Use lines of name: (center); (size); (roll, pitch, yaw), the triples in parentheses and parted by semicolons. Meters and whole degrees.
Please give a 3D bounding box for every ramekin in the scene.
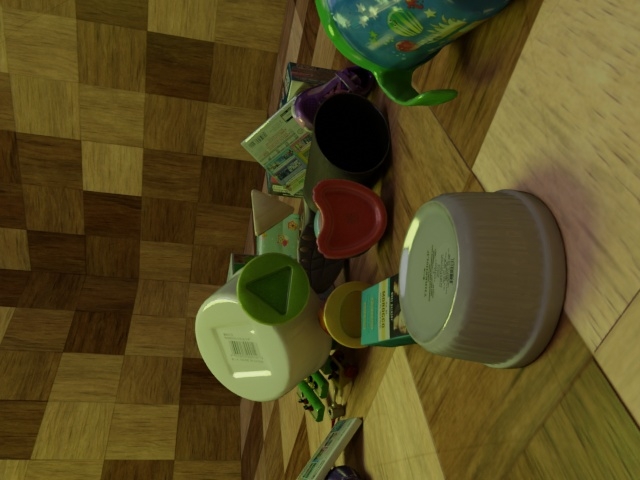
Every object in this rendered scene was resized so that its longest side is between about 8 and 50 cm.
ramekin: (0.169, 0.040, 0.648); (0.207, 0.109, 0.207); (-174, 90, -77)
ramekin: (-0.127, 0.197, 1.174); (0.135, 0.277, 0.277); (-36, -34, -52)

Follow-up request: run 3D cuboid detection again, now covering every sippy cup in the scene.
sippy cup: (0.138, -0.354, 0.744); (0.240, 0.305, 0.224); (-43, 21, -12)

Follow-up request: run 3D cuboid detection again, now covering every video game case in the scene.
video game case: (-0.064, -0.234, 1.418); (0.212, 0.193, 0.023); (-33, 22, 33)
video game case: (0.015, 0.432, 1.151); (0.157, 0.019, 0.143); (-50, -2, -25)

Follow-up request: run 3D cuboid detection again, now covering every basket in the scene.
basket: (0.042, -0.161, 1.202); (0.227, 0.154, 0.204); (111, 162, -60)

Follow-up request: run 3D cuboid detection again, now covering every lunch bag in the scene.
lunch bag: (-0.129, 0.039, 1.831); (0.262, 0.160, 0.223); (108, 162, -82)

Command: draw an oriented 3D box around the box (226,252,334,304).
box: (-0.104, 0.151, 1.434); (0.231, 0.262, 0.126); (-108, 27, -61)

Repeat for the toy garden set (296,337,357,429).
toy garden set: (-0.002, 0.315, 1.281); (0.204, 0.049, 0.244); (40, 129, 53)

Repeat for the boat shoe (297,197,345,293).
boat shoe: (0.000, 0.000, 1.399); (0.116, 0.123, 0.324); (107, 172, -52)

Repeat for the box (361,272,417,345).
box: (0.129, 0.112, 0.894); (0.244, 0.060, 0.100); (134, 139, -70)

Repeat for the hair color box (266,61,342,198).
hair color box: (-0.031, -0.275, 1.488); (0.105, 0.174, 0.347); (-99, 19, -47)

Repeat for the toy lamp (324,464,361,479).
toy lamp: (0.026, 0.494, 1.149); (0.274, 0.080, 0.080); (122, 150, -67)

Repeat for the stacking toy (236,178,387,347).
stacking toy: (-0.014, 0.043, 1.087); (0.130, 0.280, 0.309); (131, 144, -78)

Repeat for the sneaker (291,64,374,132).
sneaker: (0.035, -0.320, 1.229); (0.095, 0.236, 0.104); (53, 145, -5)
